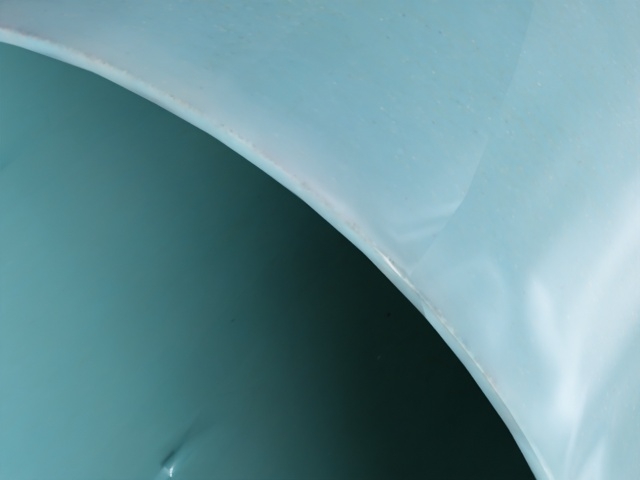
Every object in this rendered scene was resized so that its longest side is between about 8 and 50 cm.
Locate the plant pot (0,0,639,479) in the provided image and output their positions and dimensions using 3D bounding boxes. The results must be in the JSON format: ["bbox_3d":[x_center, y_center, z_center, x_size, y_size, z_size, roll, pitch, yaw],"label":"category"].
[{"bbox_3d":[0.000,0.000,0.525,0.235,0.293,0.293,-48,153,-41],"label":"plant pot"}]
